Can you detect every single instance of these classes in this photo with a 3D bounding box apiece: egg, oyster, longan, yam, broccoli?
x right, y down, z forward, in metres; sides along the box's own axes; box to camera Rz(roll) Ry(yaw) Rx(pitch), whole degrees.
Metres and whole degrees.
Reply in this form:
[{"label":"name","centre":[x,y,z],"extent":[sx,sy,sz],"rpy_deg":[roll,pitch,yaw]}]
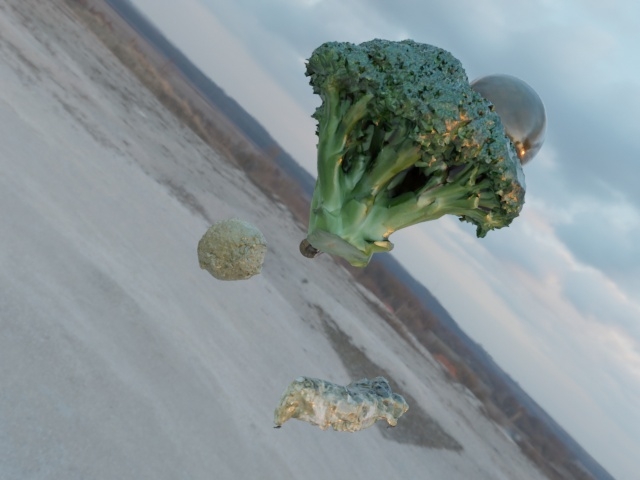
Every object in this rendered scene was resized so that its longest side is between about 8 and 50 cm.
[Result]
[{"label":"egg","centre":[-0.152,0.019,1.013],"extent":[0.116,0.118,0.140],"rpy_deg":[48,-35,-18]},{"label":"oyster","centre":[0.039,0.192,0.707],"extent":[0.106,0.061,0.200],"rpy_deg":[22,11,24]},{"label":"longan","centre":[0.355,-0.225,1.183],"extent":[0.196,0.220,0.196],"rpy_deg":[28,-8,4]},{"label":"yam","centre":[0.000,0.000,1.100],"extent":[0.327,0.045,0.045],"rpy_deg":[-30,100,-83]},{"label":"broccoli","centre":[0.095,-0.100,0.712],"extent":[0.307,0.275,0.308],"rpy_deg":[25,-15,7]}]
